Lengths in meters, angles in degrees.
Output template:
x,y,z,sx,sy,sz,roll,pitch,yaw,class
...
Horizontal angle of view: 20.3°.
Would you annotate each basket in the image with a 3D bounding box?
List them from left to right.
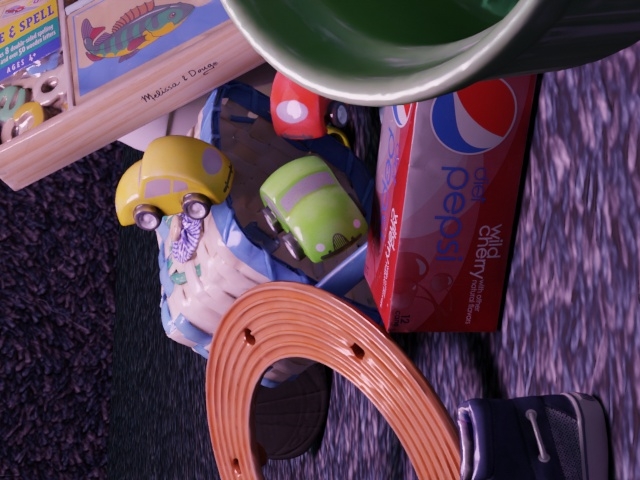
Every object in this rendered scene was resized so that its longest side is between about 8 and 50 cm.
x,y,z,sx,sy,sz,roll,pitch,yaw,class
-0.010,-0.034,1.489,0.289,0.201,0.254,-42,35,23,basket

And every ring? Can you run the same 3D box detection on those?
x,y,z,sx,sy,sz,roll,pitch,yaw,class
0.022,0.187,1.376,0.336,0.032,0.336,32,133,41,ring

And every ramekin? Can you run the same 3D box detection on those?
x,y,z,sx,sy,sz,roll,pitch,yaw,class
0.076,-0.222,0.916,0.303,0.148,0.303,7,99,47,ramekin

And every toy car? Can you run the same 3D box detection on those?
x,y,z,sx,sy,sz,roll,pitch,yaw,class
-0.033,-0.059,1.340,0.225,0.239,0.053,47,167,54,toy car

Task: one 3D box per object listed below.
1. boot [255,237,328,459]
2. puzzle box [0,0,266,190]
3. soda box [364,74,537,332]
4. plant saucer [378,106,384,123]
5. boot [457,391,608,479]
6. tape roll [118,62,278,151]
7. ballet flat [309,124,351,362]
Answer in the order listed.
x,y,z,sx,sy,sz,roll,pitch,yaw,class
-0.039,0.088,1.850,0.178,0.085,0.236,-95,5,-60,boot
-0.124,-0.238,1.577,0.052,0.409,0.272,48,-158,-44,puzzle box
0.091,-0.068,1.238,0.092,0.083,0.263,-111,23,-60,soda box
0.083,-0.173,1.345,0.195,0.037,0.195,-172,90,-79,plant saucer
0.127,0.185,1.066,0.069,0.086,0.190,126,142,-69,boot
-0.131,-0.216,1.777,0.100,0.286,0.286,107,159,-50,tape roll
0.000,0.000,1.691,0.077,0.077,0.231,-10,78,56,ballet flat
